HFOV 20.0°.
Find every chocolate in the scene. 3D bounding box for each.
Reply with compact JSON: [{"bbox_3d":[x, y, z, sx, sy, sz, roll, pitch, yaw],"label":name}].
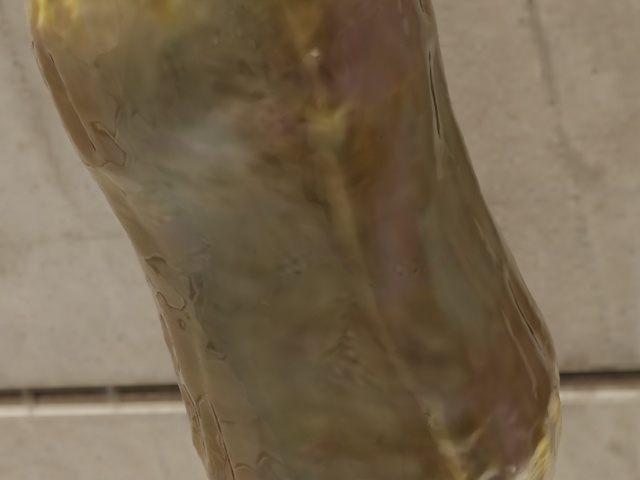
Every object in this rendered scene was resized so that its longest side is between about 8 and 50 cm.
[{"bbox_3d":[0.000,0.000,0.600,0.134,0.134,0.309,-57,-45,-51],"label":"chocolate"}]
